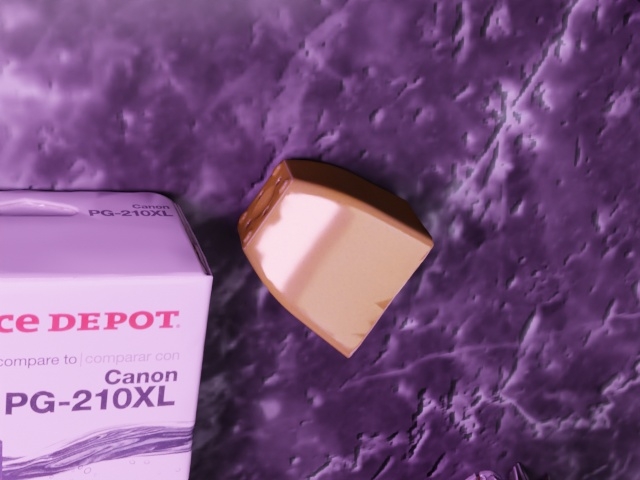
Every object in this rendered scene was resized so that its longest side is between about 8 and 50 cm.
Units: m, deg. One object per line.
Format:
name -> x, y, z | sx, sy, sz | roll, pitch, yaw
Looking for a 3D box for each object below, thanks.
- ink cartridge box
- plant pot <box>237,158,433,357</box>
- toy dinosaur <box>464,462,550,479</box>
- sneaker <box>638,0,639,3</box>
ink cartridge box -> -0.161, 0.100, 0.629 | 0.172, 0.100, 0.237 | 0, 115, -20
plant pot -> 0.000, 0.000, 0.653 | 0.083, 0.081, 0.081 | 32, 102, -17
toy dinosaur -> 0.116, 0.275, 0.745 | 0.164, 0.218, 0.322 | -1, 115, -20
sneaker -> 0.280, -0.231, 0.619 | 0.121, 0.108, 0.302 | 18, 109, -31
